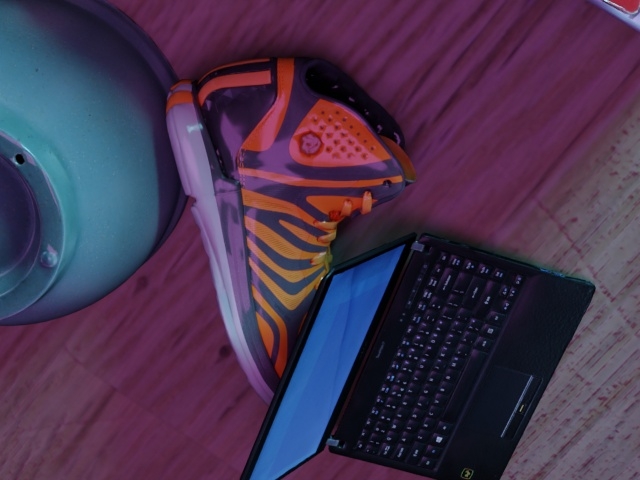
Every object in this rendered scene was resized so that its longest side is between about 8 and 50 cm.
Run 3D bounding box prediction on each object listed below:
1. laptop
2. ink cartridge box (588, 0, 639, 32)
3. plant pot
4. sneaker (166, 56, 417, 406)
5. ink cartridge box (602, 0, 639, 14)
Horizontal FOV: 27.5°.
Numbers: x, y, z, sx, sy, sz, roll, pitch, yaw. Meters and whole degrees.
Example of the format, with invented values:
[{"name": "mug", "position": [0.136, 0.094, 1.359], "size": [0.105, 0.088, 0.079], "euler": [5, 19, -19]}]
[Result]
[{"name": "laptop", "position": [0.082, 0.128, 1.098], "size": [0.264, 0.136, 0.234], "euler": [17, 114, -13]}, {"name": "ink cartridge box", "position": [0.176, -0.230, 0.935], "size": [0.311, 0.186, 0.065], "euler": [32, 115, -6]}, {"name": "plant pot", "position": [-0.264, -0.049, 1.053], "size": [0.293, 0.196, 0.293], "euler": [2, 113, 6]}, {"name": "sneaker", "position": [0.000, 0.000, 1.084], "size": [0.180, 0.124, 0.321], "euler": [-13, 115, 7]}, {"name": "ink cartridge box", "position": [0.148, -0.334, 0.822], "size": [0.272, 0.309, 0.130], "euler": [30, 143, -7]}]
